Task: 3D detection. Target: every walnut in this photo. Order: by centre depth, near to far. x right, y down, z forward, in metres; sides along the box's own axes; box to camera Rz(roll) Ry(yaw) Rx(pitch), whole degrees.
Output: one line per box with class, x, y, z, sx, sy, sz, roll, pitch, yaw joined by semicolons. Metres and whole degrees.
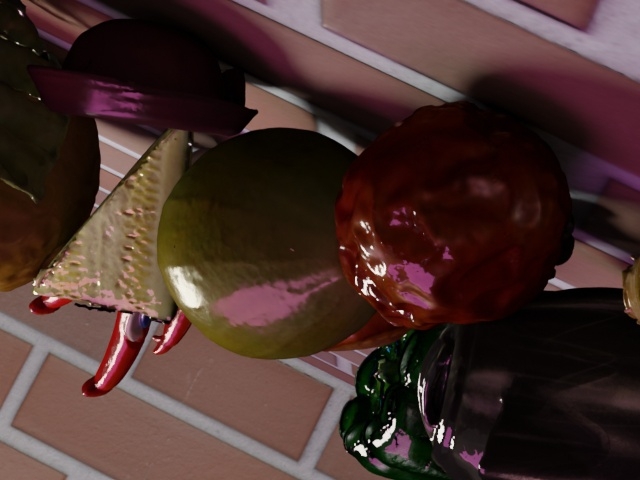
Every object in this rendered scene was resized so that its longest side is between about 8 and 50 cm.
walnut;-0.430;-0.086;1.826;0.354;0.308;0.398;24;172;2

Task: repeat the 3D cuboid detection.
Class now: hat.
hat;-0.151;-0.144;1.392;0.205;0.089;0.205;9;-177;0

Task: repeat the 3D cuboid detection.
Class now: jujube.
jujube;0.096;-0.013;1.199;0.174;0.174;0.250;27;168;1

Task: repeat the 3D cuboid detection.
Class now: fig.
fig;-0.024;-0.004;1.418;0.230;0.207;0.207;-27;133;37

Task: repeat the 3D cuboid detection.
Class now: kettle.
kettle;0.244;0.127;1.326;0.324;0.228;0.321;13;-153;4

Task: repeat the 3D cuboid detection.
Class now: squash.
squash;-0.217;-0.051;1.733;0.169;0.252;0.093;10;-155;6

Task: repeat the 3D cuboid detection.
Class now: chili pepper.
chili pepper;0.173;0.215;2.064;0.257;0.233;0.248;22;175;-8

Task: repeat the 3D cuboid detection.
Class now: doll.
doll;-0.199;0.027;1.868;0.188;0.384;0.099;53;-144;13

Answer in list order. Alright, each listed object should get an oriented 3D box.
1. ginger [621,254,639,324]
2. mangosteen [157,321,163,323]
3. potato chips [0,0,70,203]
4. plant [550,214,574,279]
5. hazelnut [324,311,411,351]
ginger;0.287;0.028;1.113;0.157;0.102;0.216;1;166;-4
mangosteen;-0.182;0.004;2.023;0.210;0.210;0.210;26;171;5
potato chips;-0.421;-0.144;1.453;0.389;0.373;0.097;34;127;-5
plant;0.170;0.005;1.389;0.087;0.085;0.174;30;163;-11
hazelnut;0.037;0.021;1.597;0.182;0.182;0.182;26;171;5
